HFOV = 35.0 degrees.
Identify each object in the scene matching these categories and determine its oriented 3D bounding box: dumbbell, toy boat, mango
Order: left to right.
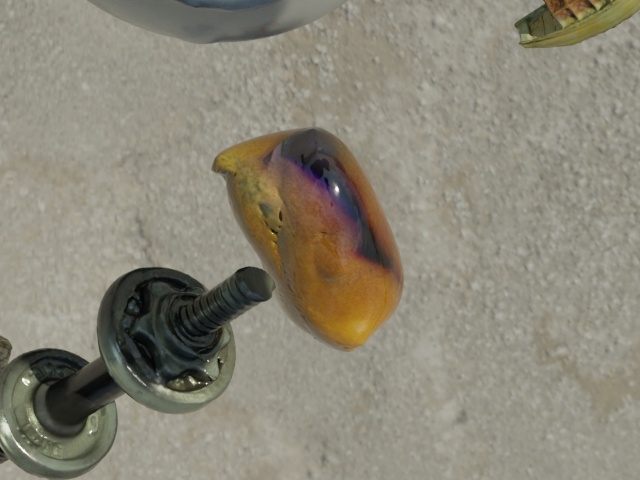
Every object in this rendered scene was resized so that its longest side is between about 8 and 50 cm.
[{"bbox_3d":[-0.115,0.074,0.547,0.082,0.081,0.254,28,135,-34],"label":"dumbbell"},{"bbox_3d":[0.000,0.000,1.133,0.153,0.201,0.287,-26,131,-1],"label":"mango"},{"bbox_3d":[0.259,-0.237,0.959,0.172,0.065,0.066,-31,132,34],"label":"toy boat"}]

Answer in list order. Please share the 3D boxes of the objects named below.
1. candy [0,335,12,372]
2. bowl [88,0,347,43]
[{"bbox_3d":[-0.283,0.101,0.757,0.110,0.085,0.095,18,149,-26],"label":"candy"},{"bbox_3d":[-0.061,-0.238,0.614,0.346,0.157,0.345,-4,133,-5],"label":"bowl"}]
